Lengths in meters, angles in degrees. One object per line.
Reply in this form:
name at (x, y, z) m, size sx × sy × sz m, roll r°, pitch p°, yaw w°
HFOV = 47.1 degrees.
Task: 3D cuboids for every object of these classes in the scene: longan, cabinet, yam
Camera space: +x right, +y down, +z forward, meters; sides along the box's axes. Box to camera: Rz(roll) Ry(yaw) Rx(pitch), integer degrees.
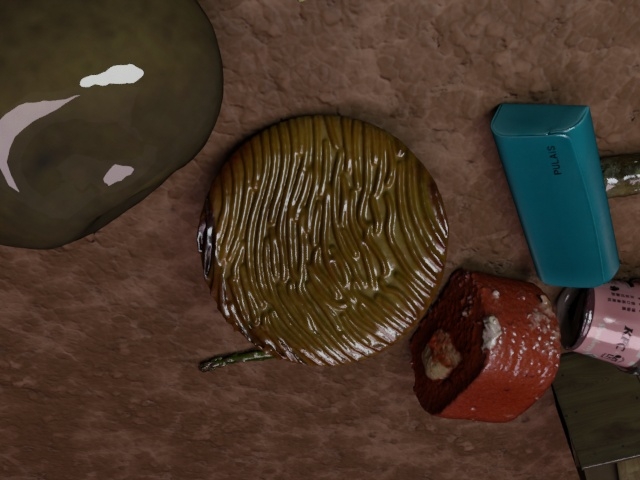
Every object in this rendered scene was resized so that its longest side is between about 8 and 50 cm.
longan at (-0.266, -0.144, 0.748) m, size 0.350 × 0.288 × 0.288 m, roll -27°, pitch 131°, yaw 7°
cabinet at (0.506, 0.324, 1.287) m, size 0.148 × 0.215 × 0.174 m, roll -16°, pitch 133°, yaw 12°
yam at (0.497, -0.094, 0.983) m, size 0.253 × 0.061 × 0.061 m, roll -6°, pitch 135°, yaw 1°

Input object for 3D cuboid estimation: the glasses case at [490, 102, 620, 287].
glasses case at (0.316, -0.049, 0.978) m, size 0.117 × 0.070 × 0.301 m, roll 8°, pitch 143°, yaw 37°

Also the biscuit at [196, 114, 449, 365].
biscuit at (0.000, 0.000, 0.913) m, size 0.318 × 0.040 × 0.317 m, roll 0°, pitch 91°, yaw 10°

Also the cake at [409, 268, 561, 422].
cake at (0.252, 0.179, 1.155) m, size 0.151 × 0.176 × 0.283 m, roll 13°, pitch 134°, yaw -15°

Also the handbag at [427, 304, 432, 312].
handbag at (0.042, 0.042, 1.015) m, size 0.216 × 0.155 × 0.169 m, roll -16°, pitch 123°, yaw 9°

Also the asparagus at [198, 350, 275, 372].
asparagus at (-0.093, 0.197, 1.258) m, size 0.249 × 0.025 × 0.024 m, roll -10°, pitch 177°, yaw 6°

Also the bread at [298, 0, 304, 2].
bread at (-0.111, -0.317, 0.641) m, size 0.135 × 0.178 × 0.240 m, roll -21°, pitch 134°, yaw 15°

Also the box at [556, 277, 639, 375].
box at (0.448, 0.122, 1.140) m, size 0.135 × 0.151 × 0.151 m, roll 13°, pitch 133°, yaw -4°
